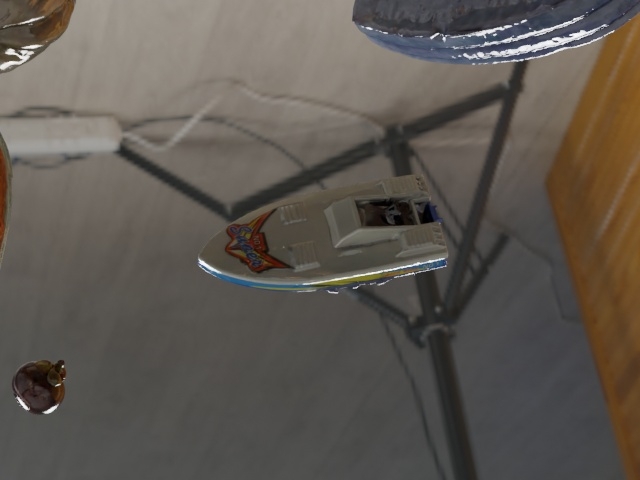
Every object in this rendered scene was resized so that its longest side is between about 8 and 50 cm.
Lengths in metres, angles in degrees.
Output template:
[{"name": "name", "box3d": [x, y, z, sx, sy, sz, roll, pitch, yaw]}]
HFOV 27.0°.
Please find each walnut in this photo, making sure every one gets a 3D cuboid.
[{"name": "walnut", "box3d": [-0.369, -0.289, 1.460, 0.224, 0.224, 0.224, -7, 146, -5]}]

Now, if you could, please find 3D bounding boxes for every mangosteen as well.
[{"name": "mangosteen", "box3d": [-0.398, 0.209, 1.899, 0.081, 0.081, 0.081, -7, 146, -5]}]

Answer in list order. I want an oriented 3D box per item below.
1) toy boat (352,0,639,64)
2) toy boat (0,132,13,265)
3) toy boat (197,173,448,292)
[{"name": "toy boat", "box3d": [0.155, -0.221, 1.161, 0.283, 0.127, 0.078, 4, 165, 39]}, {"name": "toy boat", "box3d": [-0.416, -0.007, 1.466, 0.145, 0.332, 0.133, 7, 163, -3]}, {"name": "toy boat", "box3d": [0.000, 0.000, 1.580, 0.295, 0.129, 0.088, -10, 147, -7]}]
